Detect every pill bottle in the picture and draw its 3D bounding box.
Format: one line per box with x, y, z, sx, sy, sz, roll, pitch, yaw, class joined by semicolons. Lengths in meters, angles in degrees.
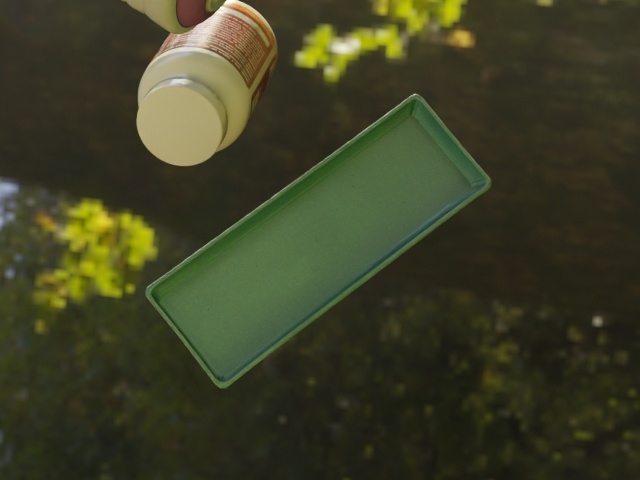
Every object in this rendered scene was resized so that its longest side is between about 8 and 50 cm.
-0.088;-0.118;1.464;0.152;0.086;0.086;-68;-19;-60;pill bottle

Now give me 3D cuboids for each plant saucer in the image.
0.000;0.000;1.038;0.192;0.067;0.018;-36;-8;-20;plant saucer

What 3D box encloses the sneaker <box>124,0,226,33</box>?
-0.085;-0.218;1.088;0.305;0.152;0.114;-62;-5;-65;sneaker
